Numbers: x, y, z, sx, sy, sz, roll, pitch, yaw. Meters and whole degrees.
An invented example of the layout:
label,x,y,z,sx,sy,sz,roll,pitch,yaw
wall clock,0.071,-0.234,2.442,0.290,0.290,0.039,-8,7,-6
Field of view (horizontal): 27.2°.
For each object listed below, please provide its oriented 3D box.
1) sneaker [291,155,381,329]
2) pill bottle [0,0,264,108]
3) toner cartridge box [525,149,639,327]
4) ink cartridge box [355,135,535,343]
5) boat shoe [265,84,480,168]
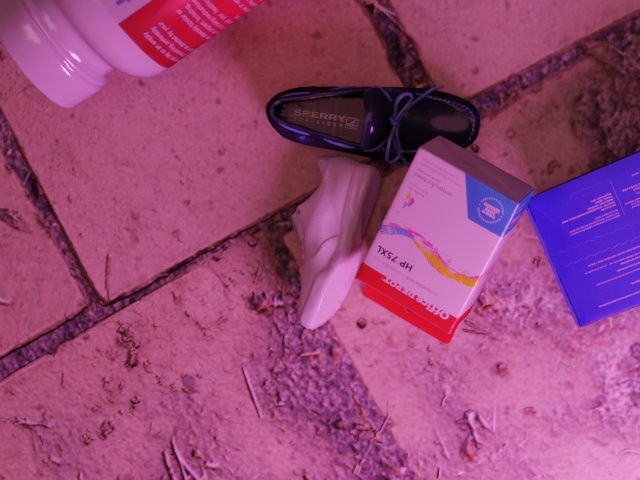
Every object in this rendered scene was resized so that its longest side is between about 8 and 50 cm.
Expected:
label,x,y,z,sx,sy,sz,roll,pitch,yaw
sneaker,0.000,0.000,1.614,0.094,0.080,0.212,19,89,20
pill bottle,-0.180,-0.338,1.539,0.407,0.229,0.229,-34,87,10
toner cartridge box,0.423,-0.040,1.493,0.347,0.075,0.165,-23,90,24
ink cartridge box,0.135,0.012,1.548,0.134,0.078,0.231,30,115,12
boat shoe,0.060,-0.134,1.581,0.258,0.089,0.109,-2,93,9
